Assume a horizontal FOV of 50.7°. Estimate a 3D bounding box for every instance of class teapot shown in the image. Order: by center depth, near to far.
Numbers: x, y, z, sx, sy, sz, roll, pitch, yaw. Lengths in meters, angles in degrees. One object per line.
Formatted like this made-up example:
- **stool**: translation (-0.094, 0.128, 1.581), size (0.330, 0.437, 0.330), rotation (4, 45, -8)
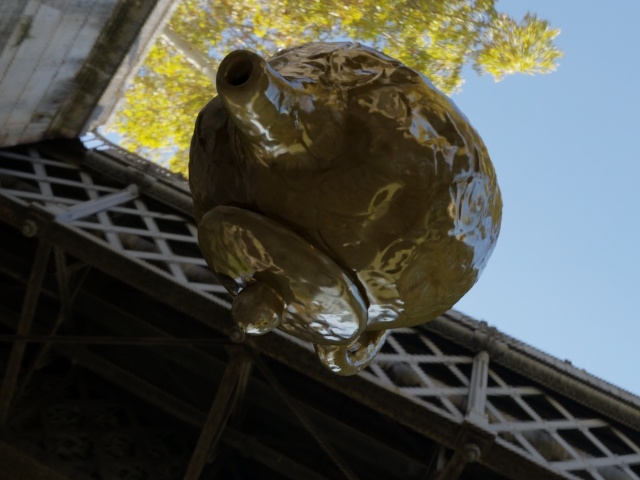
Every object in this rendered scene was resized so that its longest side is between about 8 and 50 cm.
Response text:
- **teapot**: translation (0.000, 0.000, 0.438), size (0.203, 0.167, 0.311), rotation (20, -31, 27)
